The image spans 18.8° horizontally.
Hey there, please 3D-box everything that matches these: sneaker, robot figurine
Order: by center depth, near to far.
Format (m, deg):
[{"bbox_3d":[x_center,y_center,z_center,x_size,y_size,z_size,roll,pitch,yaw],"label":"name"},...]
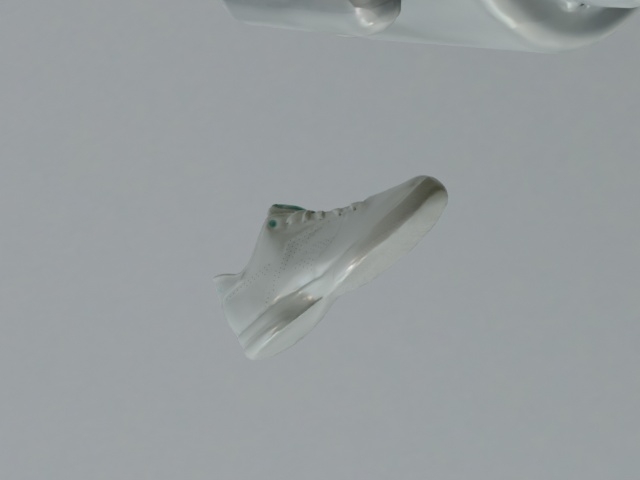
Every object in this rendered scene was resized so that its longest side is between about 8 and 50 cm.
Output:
[{"bbox_3d":[0.074,-0.217,1.149,0.300,0.353,0.200,-40,-59,-30],"label":"robot figurine"},{"bbox_3d":[0.000,0.000,1.526,0.094,0.212,0.080,57,-162,17],"label":"sneaker"}]
